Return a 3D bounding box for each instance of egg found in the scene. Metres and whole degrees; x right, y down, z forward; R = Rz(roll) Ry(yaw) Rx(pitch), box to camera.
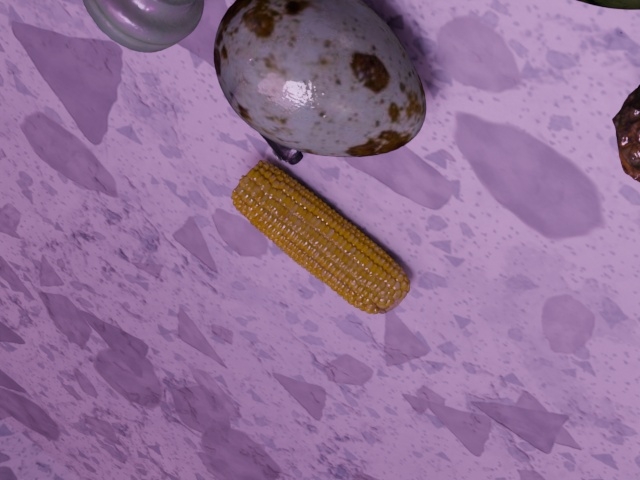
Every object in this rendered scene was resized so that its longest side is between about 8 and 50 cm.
[{"bbox_3d":[0.002,-0.169,1.496,0.231,0.169,0.169,30,149,-4],"label":"egg"}]

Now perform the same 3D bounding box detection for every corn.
[{"bbox_3d":[0.000,0.000,1.806,0.248,0.081,0.081,38,149,-2],"label":"corn"}]

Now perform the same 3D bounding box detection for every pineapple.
[{"bbox_3d":[0.364,-0.094,1.305,0.197,0.108,0.108,3,136,29],"label":"pineapple"}]

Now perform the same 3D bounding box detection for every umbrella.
[{"bbox_3d":[-0.065,-0.143,1.730,0.036,0.031,0.133,-9,127,52],"label":"umbrella"}]

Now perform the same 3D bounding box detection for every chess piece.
[{"bbox_3d":[-0.129,-0.310,1.503,0.139,0.139,0.271,44,138,-12],"label":"chess piece"}]

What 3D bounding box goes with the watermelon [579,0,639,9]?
[{"bbox_3d":[0.215,-0.288,1.120,0.330,0.189,0.331,31,149,21],"label":"watermelon"}]
